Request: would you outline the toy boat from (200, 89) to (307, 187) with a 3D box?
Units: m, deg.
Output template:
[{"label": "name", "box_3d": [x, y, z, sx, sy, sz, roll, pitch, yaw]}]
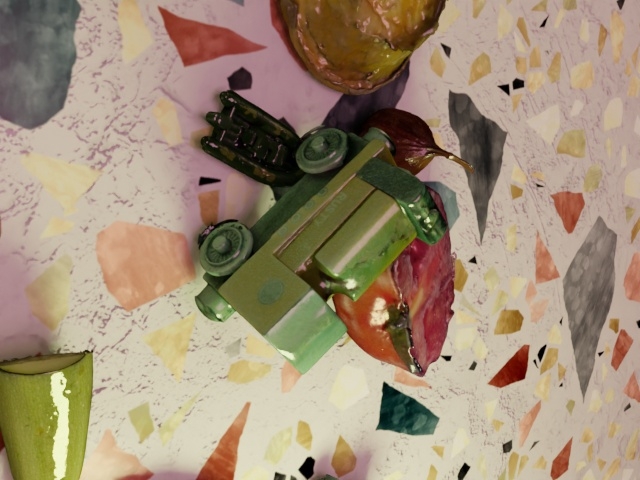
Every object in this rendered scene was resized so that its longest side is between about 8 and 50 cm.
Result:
[{"label": "toy boat", "box_3d": [-0.096, -0.149, 1.134, 0.210, 0.052, 0.104, 28, 79, -41]}]

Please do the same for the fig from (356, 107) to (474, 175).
[{"label": "fig", "box_3d": [0.161, -0.154, 1.261, 0.146, 0.201, 0.133, -45, 131, -20]}]

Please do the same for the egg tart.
[{"label": "egg tart", "box_3d": [0.091, -0.414, 1.188, 0.345, 0.132, 0.345, -8, 103, -38]}]

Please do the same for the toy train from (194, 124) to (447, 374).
[{"label": "toy train", "box_3d": [0.000, 0.000, 1.081, 0.397, 0.253, 0.160, -45, 134, -9]}]

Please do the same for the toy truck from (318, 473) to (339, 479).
[{"label": "toy truck", "box_3d": [0.012, 0.621, 1.356, 0.184, 0.133, 0.338, 30, 76, -31]}]

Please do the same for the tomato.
[{"label": "tomato", "box_3d": [0.126, 0.065, 1.304, 0.289, 0.176, 0.334, -47, 129, -49]}]

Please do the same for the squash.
[{"label": "squash", "box_3d": [-0.361, 0.259, 0.973, 0.137, 0.137, 0.287, -17, 122, -37]}]
